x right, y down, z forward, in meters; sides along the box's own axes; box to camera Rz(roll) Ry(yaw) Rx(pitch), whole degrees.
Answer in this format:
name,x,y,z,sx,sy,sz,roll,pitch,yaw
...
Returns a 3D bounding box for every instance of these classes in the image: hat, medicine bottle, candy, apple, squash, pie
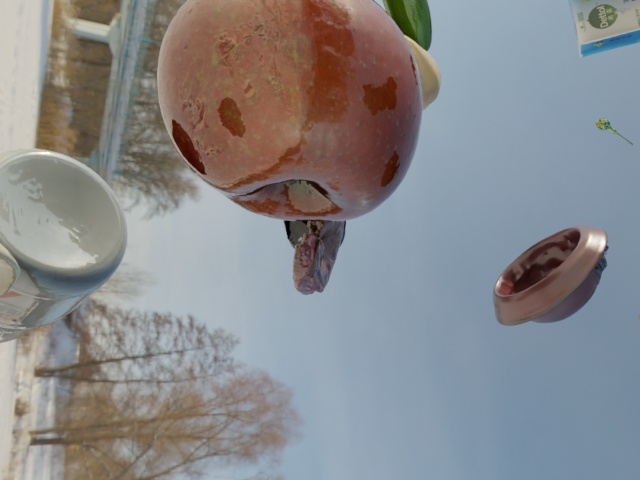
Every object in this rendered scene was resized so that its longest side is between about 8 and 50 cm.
name,x,y,z,sx,sy,sz,roll,pitch,yaw
hat,0.354,0.065,0.880,0.205,0.089,0.205,-43,-176,3
medicine bottle,-0.484,0.023,0.936,0.306,0.245,0.245,-33,-126,36
candy,0.583,-0.213,1.149,0.023,0.083,0.025,-52,174,11
apple,-0.037,-0.177,0.764,0.348,0.348,0.277,152,-56,-60
squash,0.140,-0.476,1.065,0.293,0.082,0.082,61,-13,-25
pie,0.000,0.000,1.119,0.204,0.053,0.219,63,39,-70

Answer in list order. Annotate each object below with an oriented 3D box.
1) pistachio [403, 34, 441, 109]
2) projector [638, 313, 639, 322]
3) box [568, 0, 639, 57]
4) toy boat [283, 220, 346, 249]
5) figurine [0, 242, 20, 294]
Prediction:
name,x,y,z,sx,sy,sz,roll,pitch,yaw
pistachio,0.082,-0.318,1.065,0.299,0.187,0.188,31,-59,19
projector,0.707,0.207,1.133,0.061,0.115,0.147,128,-32,-47
box,0.656,-0.542,1.340,0.139,0.073,0.194,-10,-103,21
toy boat,-0.026,-0.108,1.271,0.092,0.134,0.299,16,62,-88
figurine,-0.392,0.000,0.385,0.185,0.332,0.205,-6,-73,48
